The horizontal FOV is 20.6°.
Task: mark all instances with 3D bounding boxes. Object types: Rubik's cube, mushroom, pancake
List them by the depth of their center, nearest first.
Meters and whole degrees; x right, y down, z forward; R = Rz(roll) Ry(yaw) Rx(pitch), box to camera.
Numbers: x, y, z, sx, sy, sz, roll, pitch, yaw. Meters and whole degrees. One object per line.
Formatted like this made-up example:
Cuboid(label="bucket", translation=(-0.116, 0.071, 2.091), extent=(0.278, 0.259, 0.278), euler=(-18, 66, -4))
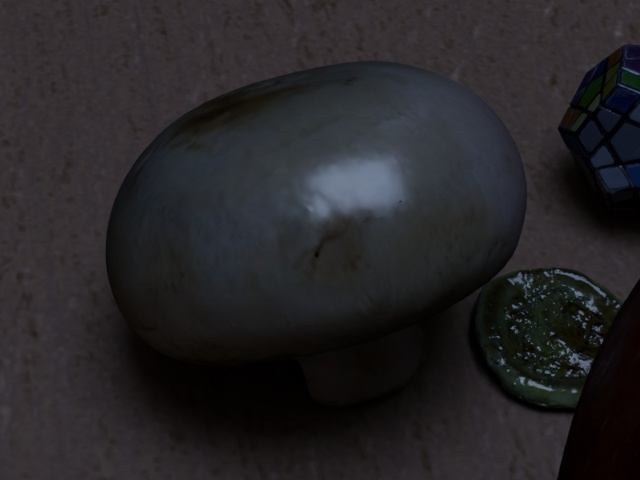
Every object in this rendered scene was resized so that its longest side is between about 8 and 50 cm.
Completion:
Cuboid(label="mushroom", translation=(0.000, 0.000, 0.927), extent=(0.226, 0.178, 0.226), euler=(-8, 13, 2))
Cuboid(label="pancake", translation=(0.133, 0.052, 0.987), extent=(0.108, 0.017, 0.108), euler=(7, 43, -6))
Cuboid(label="Rubik's cube", translation=(0.200, -0.066, 1.064), extent=(0.111, 0.111, 0.093), euler=(27, 20, 20))

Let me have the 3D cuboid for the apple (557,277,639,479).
Cuboid(label="apple", translation=(0.218, 0.118, 0.639), extent=(0.288, 0.317, 0.288), euler=(20, 24, -9))
